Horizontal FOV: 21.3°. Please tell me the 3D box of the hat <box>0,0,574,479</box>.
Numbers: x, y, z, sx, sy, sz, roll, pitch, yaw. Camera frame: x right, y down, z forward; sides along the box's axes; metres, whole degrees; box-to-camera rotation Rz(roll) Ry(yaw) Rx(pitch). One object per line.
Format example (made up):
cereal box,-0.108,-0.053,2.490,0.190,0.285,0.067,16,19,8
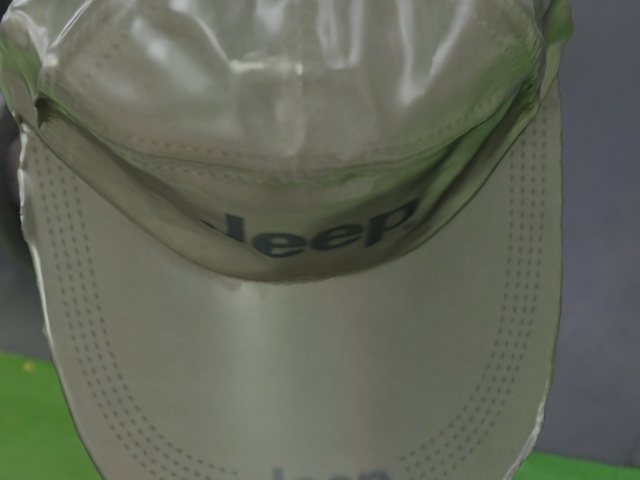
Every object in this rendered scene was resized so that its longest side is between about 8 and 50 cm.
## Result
hat,0.000,0.000,0.581,0.214,0.245,0.149,-10,-1,-2
